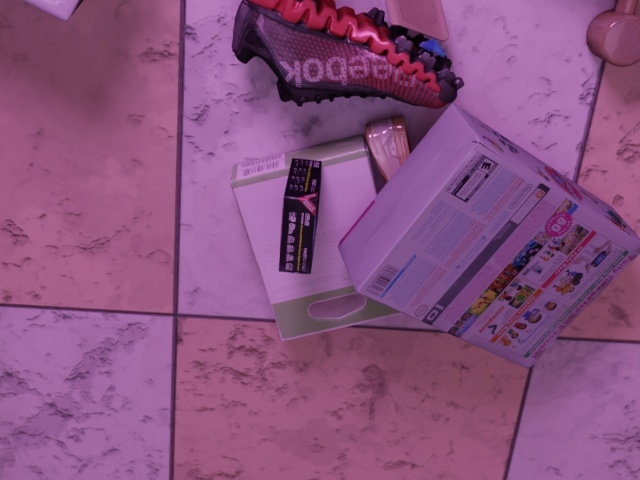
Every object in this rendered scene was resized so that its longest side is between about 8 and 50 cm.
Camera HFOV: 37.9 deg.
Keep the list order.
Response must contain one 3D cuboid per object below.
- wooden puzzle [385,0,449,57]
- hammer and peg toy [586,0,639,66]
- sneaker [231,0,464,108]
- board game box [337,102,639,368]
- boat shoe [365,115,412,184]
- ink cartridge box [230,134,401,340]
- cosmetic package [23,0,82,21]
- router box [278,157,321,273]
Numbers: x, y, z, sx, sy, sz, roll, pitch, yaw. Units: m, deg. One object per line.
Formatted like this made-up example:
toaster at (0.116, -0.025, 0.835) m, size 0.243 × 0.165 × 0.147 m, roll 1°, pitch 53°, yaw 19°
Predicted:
wooden puzzle at (0.104, -0.253, 1.028) m, size 0.078 × 0.116 × 0.014 m, roll 16°, pitch 142°, yaw -21°
hammer and peg toy at (0.489, -0.285, 1.008) m, size 0.361 × 0.127 × 0.266 m, roll -3°, pitch 117°, yaw -1°
sneaker at (0.022, -0.202, 1.049) m, size 0.276 × 0.098 × 0.135 m, roll 23°, pitch 114°, yaw -11°
board game box at (0.208, 0.007, 1.125) m, size 0.303 × 0.097 × 0.224 m, roll 27°, pitch 114°, yaw -31°
boat shoe at (0.112, -0.075, 1.138) m, size 0.059 × 0.063 × 0.170 m, roll -22°, pitch 116°, yaw 15°
ink cartridge box at (0.000, 0.000, 1.175) m, size 0.171 × 0.056 × 0.235 m, roll -13°, pitch 118°, yaw 5°
cosmetic package at (-0.295, -0.342, 0.932) m, size 0.183 × 0.151 × 0.151 m, roll 26°, pitch 113°, yaw -16°
router box at (-0.022, -0.030, 1.063) m, size 0.038 × 0.122 × 0.092 m, roll 6°, pitch 116°, yaw 1°
